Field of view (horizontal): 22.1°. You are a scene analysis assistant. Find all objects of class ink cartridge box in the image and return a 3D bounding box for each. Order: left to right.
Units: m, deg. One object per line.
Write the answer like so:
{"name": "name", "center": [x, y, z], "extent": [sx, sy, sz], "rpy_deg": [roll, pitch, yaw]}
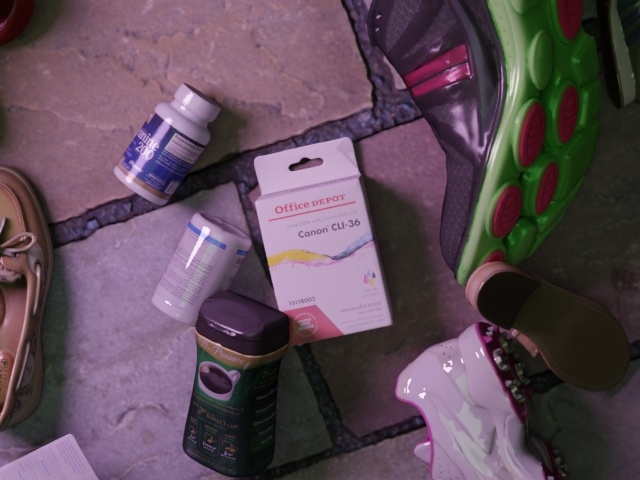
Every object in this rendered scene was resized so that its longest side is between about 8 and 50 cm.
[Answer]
{"name": "ink cartridge box", "center": [0.000, 0.000, 1.714], "extent": [0.115, 0.067, 0.198], "rpy_deg": [-13, 97, 5]}

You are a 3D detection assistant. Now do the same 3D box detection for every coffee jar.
{"name": "coffee jar", "center": [-0.087, 0.147, 1.705], "extent": [0.096, 0.079, 0.184], "rpy_deg": [23, 117, 30]}

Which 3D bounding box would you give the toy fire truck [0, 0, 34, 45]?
{"name": "toy fire truck", "center": [-0.457, -0.238, 1.671], "extent": [0.254, 0.169, 0.302], "rpy_deg": [28, 97, 18]}

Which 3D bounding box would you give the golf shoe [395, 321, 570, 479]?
{"name": "golf shoe", "center": [0.183, 0.243, 1.726], "extent": [0.140, 0.115, 0.306], "rpy_deg": [-22, 89, 16]}

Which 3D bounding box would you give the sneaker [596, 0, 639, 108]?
{"name": "sneaker", "center": [0.332, -0.235, 1.675], "extent": [0.086, 0.064, 0.192], "rpy_deg": [-8, 97, -4]}

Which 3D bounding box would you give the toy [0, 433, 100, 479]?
{"name": "toy", "center": [-0.331, 0.309, 1.776], "extent": [0.237, 0.056, 0.137], "rpy_deg": [-27, 99, 11]}

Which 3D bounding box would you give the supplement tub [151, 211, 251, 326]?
{"name": "supplement tub", "center": [-0.125, 0.031, 1.723], "extent": [0.071, 0.071, 0.107], "rpy_deg": [29, 97, -1]}

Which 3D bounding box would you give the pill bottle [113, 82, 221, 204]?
{"name": "pill bottle", "center": [-0.157, -0.102, 1.709], "extent": [0.067, 0.067, 0.120], "rpy_deg": [35, 97, -2]}

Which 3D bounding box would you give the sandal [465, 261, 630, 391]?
{"name": "sandal", "center": [0.229, 0.074, 1.706], "extent": [0.240, 0.079, 0.088], "rpy_deg": [31, 100, -36]}

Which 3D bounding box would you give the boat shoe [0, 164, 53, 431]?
{"name": "boat shoe", "center": [-0.339, 0.063, 1.727], "extent": [0.105, 0.089, 0.285], "rpy_deg": [-3, 97, 4]}

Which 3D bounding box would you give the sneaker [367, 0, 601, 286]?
{"name": "sneaker", "center": [0.159, -0.190, 1.651], "extent": [0.202, 0.185, 0.482], "rpy_deg": [14, 113, 43]}
